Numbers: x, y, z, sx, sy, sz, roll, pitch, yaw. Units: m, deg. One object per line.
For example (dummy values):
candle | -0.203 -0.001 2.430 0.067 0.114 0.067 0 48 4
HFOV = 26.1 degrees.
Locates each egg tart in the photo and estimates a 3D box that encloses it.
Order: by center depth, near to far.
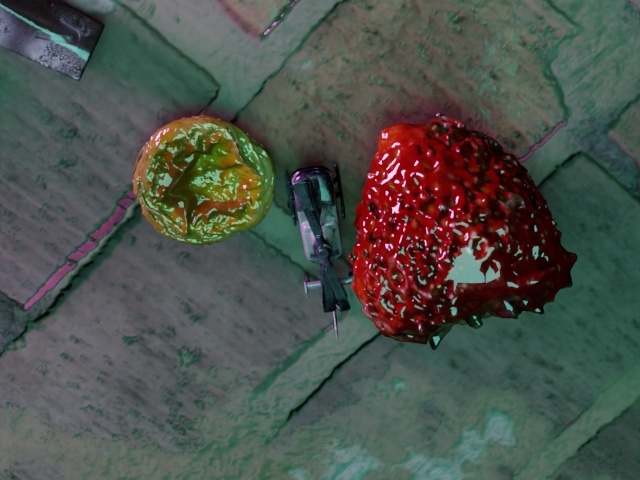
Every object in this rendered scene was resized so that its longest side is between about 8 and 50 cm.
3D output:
egg tart | -0.104 -0.054 1.239 0.130 0.052 0.130 0 115 -1

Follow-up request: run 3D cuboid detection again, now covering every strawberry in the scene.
strawberry | 0.110 -0.010 1.196 0.184 0.187 0.201 -27 100 -24

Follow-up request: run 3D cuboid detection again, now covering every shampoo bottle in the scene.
shampoo bottle | -0.287 -0.204 1.165 0.207 0.057 0.063 28 121 -10

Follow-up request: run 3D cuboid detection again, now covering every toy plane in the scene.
toy plane | 0.000 0.000 1.253 0.053 0.078 0.197 -8 131 2
